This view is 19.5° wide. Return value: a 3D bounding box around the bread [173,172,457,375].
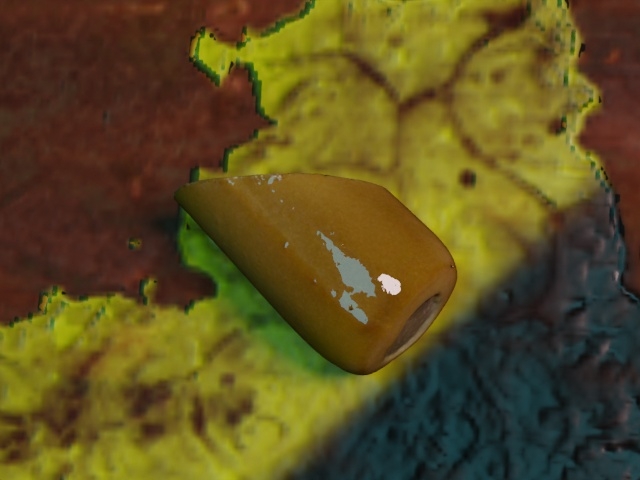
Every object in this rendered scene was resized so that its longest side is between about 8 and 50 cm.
[{"bbox_3d":[0.000,-0.001,0.695,0.062,0.049,0.103,-45,75,6],"label":"bread"}]
